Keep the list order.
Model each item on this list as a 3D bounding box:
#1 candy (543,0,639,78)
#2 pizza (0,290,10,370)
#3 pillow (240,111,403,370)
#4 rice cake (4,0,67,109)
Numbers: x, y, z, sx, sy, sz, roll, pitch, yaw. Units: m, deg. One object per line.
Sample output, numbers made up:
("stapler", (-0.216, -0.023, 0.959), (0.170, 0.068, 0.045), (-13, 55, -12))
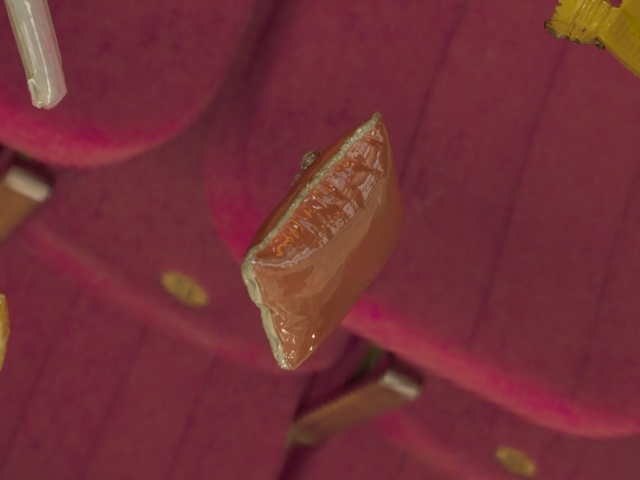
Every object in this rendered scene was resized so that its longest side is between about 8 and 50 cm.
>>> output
("candy", (0.306, -0.114, 1.196), (0.297, 0.081, 0.187), (22, 170, 2))
("pizza", (-0.395, 0.163, 1.482), (0.335, 0.086, 0.226), (-50, 155, 21))
("pillow", (0.000, 0.000, 1.371), (0.075, 0.179, 0.171), (26, 154, 26))
("rice cake", (-0.266, -0.222, 1.498), (0.037, 0.189, 0.198), (-15, 108, -5))
